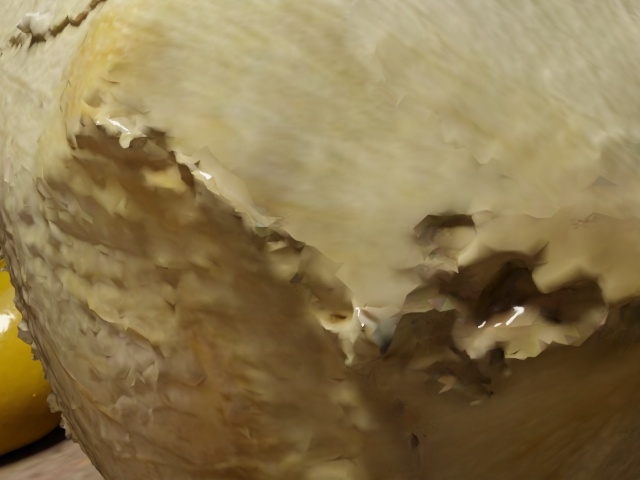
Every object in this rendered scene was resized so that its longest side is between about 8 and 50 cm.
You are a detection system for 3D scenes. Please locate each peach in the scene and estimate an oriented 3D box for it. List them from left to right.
[{"bbox_3d":[-0.206,0.067,0.940,0.179,0.103,0.179,-22,19,8],"label":"peach"}]

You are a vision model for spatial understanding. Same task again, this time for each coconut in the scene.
[{"bbox_3d":[0.040,-0.032,0.605,0.346,0.346,0.360,-21,11,-23],"label":"coconut"}]

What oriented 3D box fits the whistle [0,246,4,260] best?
[{"bbox_3d":[-0.294,0.017,1.311,0.068,0.057,0.326,-58,-4,25],"label":"whistle"}]
